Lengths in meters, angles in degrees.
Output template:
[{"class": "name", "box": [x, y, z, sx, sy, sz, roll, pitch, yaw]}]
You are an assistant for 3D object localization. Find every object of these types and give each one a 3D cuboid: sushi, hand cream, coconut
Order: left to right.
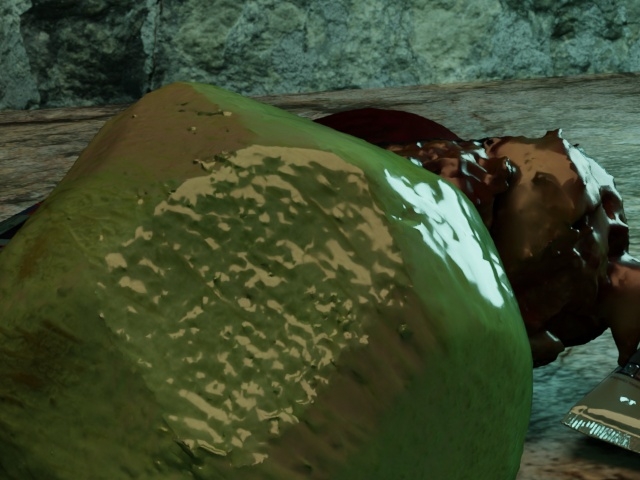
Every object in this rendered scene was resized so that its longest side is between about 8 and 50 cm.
[{"class": "coconut", "box": [-0.057, 0.074, 0.678, 0.328, 0.328, 0.281, 10, -8, 42]}, {"class": "sushi", "box": [0.083, 0.020, 0.926, 0.343, 0.196, 0.182, -4, 6, -13]}, {"class": "hand cream", "box": [0.285, 0.089, 0.972, 0.085, 0.058, 0.331, 21, 31, 26]}]

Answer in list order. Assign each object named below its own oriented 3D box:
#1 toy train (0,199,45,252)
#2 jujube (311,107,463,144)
[{"class": "toy train", "box": [-0.314, 0.044, 1.227, 0.089, 0.086, 0.409, 0, 16, 13]}, {"class": "jujube", "box": [0.000, 0.000, 1.108, 0.318, 0.223, 0.223, -18, 19, -19]}]
